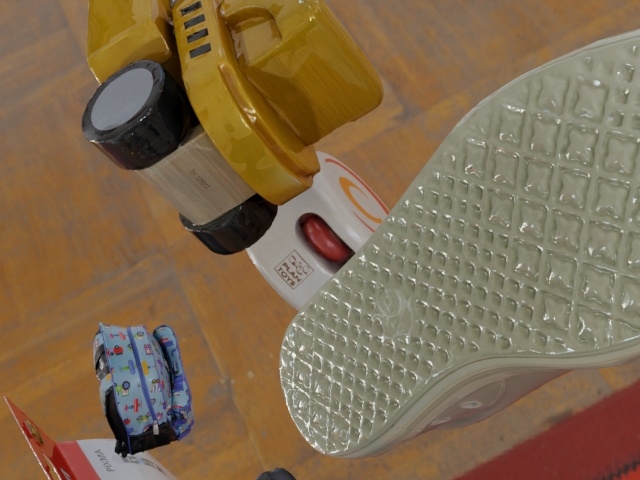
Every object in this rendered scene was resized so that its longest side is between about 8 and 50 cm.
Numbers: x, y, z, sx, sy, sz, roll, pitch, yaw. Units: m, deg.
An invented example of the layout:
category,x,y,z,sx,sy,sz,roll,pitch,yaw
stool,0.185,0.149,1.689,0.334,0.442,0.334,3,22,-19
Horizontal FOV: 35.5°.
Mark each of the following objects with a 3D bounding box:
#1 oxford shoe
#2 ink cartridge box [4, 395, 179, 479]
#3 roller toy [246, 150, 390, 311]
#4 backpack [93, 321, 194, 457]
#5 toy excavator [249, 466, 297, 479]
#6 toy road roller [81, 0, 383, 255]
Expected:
category,x,y,z,sx,sy,sz,roll,pitch,yaw
oxford shoe,0.129,0.017,0.616,0.130,0.449,0.169,-6,66,-36
ink cartridge box,-0.238,0.365,1.345,0.091,0.385,0.308,-40,46,-10
roller toy,0.000,0.000,1.230,0.146,0.209,0.191,-42,47,17
backpack,-0.237,0.181,1.319,0.117,0.173,0.158,-14,58,-10
toy excavator,-0.014,0.343,0.678,0.433,0.445,0.222,-33,65,-34
toy road roller,-0.082,-0.170,0.995,0.240,0.202,0.329,-30,43,14
